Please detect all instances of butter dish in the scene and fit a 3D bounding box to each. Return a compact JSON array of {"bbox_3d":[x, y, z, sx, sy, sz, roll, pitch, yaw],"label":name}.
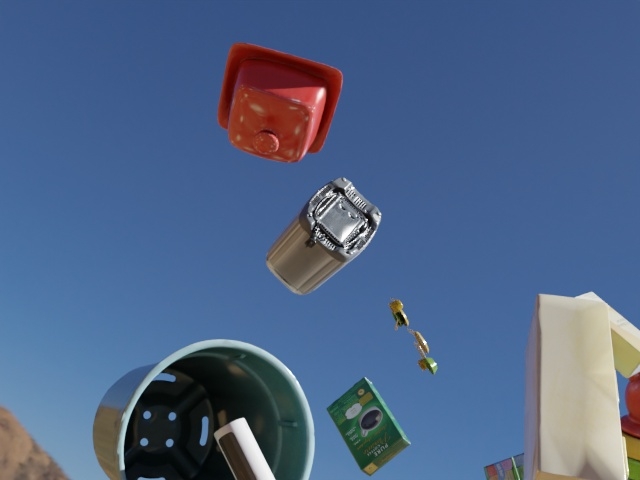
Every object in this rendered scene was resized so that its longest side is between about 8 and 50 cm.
[{"bbox_3d":[-0.065,-0.164,1.152,0.160,0.118,0.160,15,-43,-4],"label":"butter dish"}]

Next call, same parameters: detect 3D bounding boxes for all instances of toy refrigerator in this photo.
[{"bbox_3d":[0.280,0.187,0.943,0.094,0.269,0.102,7,-53,10],"label":"toy refrigerator"}]

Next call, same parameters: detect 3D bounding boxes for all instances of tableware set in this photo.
[{"bbox_3d":[0.167,0.179,1.580,0.154,0.024,0.104,62,-8,-8],"label":"tableware set"}]

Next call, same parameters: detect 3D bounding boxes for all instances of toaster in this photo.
[{"bbox_3d":[0.000,0.000,1.499,0.129,0.227,0.146,43,-52,-2],"label":"toaster"}]

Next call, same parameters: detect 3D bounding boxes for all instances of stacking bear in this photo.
[{"bbox_3d":[0.603,0.383,1.562,0.175,0.289,0.164,9,6,24],"label":"stacking bear"}]

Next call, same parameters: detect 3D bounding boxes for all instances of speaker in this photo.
[{"bbox_3d":[-0.111,0.347,1.309,0.136,0.055,0.055,61,-18,17],"label":"speaker"}]

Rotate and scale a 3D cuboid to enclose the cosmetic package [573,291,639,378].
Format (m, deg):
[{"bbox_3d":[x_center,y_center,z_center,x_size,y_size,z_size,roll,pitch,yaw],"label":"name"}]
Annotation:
[{"bbox_3d":[0.373,0.120,1.095,0.115,0.060,0.041,43,-59,28],"label":"cosmetic package"}]

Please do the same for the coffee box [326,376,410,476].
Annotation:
[{"bbox_3d":[0.096,0.383,1.755,0.040,0.113,0.184,47,4,-42],"label":"coffee box"}]

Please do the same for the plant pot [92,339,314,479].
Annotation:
[{"bbox_3d":[-0.240,0.347,1.502,0.341,0.341,0.334,35,-21,-22],"label":"plant pot"}]

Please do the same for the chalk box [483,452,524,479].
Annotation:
[{"bbox_3d":[0.440,0.546,1.816,0.132,0.132,0.213,-25,-52,16],"label":"chalk box"}]
